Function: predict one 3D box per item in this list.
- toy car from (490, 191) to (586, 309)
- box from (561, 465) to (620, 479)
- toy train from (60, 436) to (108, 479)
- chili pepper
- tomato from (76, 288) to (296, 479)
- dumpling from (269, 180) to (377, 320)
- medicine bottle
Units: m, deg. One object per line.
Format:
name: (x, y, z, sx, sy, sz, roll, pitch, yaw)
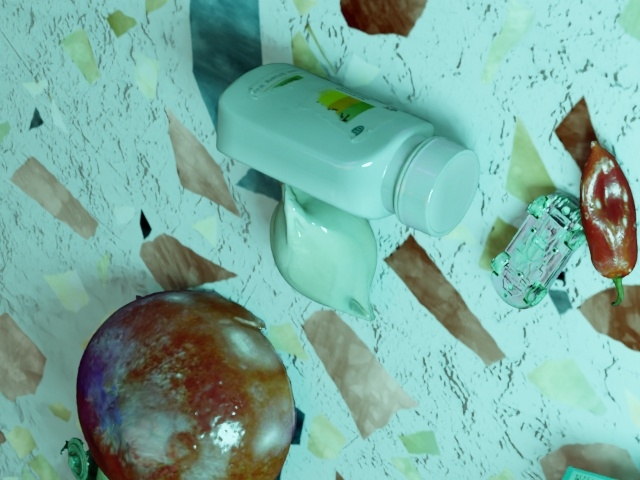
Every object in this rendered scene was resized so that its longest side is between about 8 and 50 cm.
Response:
toy car: (0.244, 0.011, 1.744, 0.069, 0.055, 0.142, 44, 120, 22)
box: (0.387, 0.326, 1.729, 0.226, 0.042, 0.161, 12, 152, 38)
toy train: (-0.298, 0.402, 2.357, 0.189, 0.126, 0.307, 40, 131, 33)
chili pepper: (0.308, -0.016, 1.676, 0.059, 0.050, 0.191, -12, 109, 2)
tomato: (-0.201, 0.212, 2.110, 0.289, 0.176, 0.335, -34, 73, 28)
dumpling: (0.000, 0.000, 1.921, 0.229, 0.124, 0.151, 63, 179, -30)
medicine bottle: (0.031, -0.106, 1.800, 0.296, 0.161, 0.111, 28, 128, 30)
